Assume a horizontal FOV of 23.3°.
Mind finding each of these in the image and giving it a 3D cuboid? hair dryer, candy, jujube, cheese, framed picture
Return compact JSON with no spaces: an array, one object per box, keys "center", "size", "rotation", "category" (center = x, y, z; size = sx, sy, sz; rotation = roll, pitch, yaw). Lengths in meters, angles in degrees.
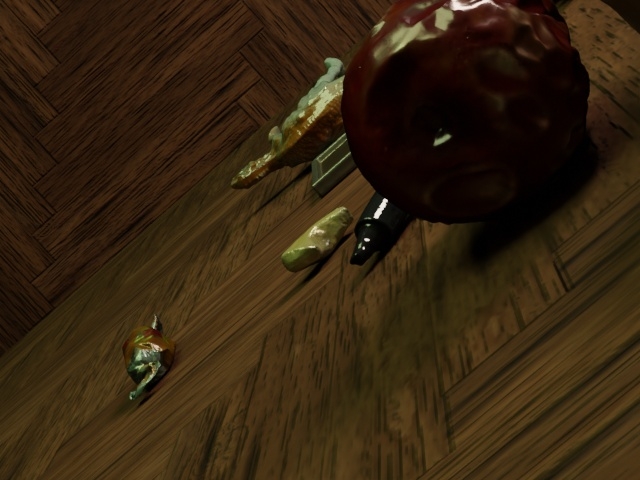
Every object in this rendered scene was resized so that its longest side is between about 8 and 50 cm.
[{"center":[0.086,-0.064,1.259],"size":[0.128,0.070,0.255],"rotation":[-35,18,40],"category":"hair dryer"},{"center":[-0.175,0.114,1.563],"size":[0.053,0.046,0.182],"rotation":[-43,10,4],"category":"candy"},{"center":[0.098,-0.097,1.007],"size":[0.155,0.155,0.230],"rotation":[-39,7,19],"category":"jujube"},{"center":[0.000,0.000,1.384],"size":[0.044,0.030,0.083],"rotation":[-43,-1,44],"category":"cheese"},{"center":[0.109,-0.175,1.839],"size":[0.315,0.024,0.232],"rotation":[-42,8,7],"category":"framed picture"}]

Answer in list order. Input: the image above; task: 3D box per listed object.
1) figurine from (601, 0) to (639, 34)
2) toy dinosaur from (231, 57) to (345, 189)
[{"center":[0.245,-0.186,0.786],"size":[0.236,0.141,0.162],"rotation":[-41,13,6],"category":"figurine"},{"center":[0.032,-0.198,2.083],"size":[0.393,0.092,0.205],"rotation":[-33,12,41],"category":"toy dinosaur"}]
